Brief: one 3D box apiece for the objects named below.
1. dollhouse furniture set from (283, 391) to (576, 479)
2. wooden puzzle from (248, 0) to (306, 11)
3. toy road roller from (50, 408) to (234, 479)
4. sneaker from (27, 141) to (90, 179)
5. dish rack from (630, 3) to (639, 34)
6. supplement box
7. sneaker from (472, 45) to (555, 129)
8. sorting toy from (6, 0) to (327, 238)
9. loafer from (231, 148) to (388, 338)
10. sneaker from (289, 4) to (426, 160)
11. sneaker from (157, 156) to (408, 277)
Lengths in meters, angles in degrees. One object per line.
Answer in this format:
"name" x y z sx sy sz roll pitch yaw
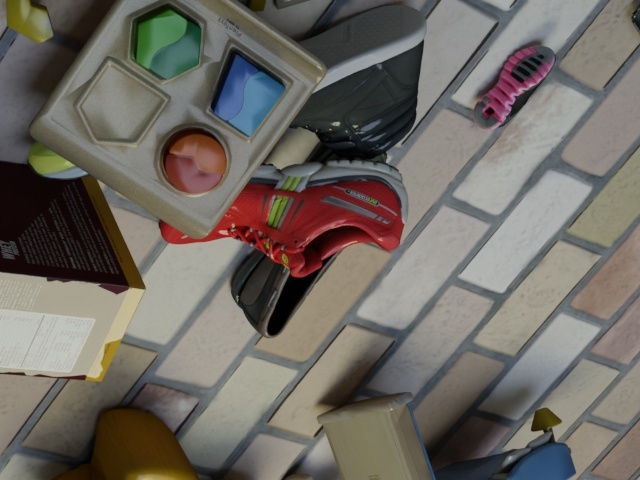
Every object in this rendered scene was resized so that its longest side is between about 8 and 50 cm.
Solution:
"dollhouse furniture set" 0.139 0.282 2.164 0.286 0.198 0.303 -17 -179 45
"wooden puzzle" -0.018 -0.272 1.631 0.116 0.014 0.078 -13 138 -17
"toy road roller" -0.179 0.337 1.966 0.330 0.202 0.240 1 117 -26
"sneaker" -0.215 -0.144 1.606 0.208 0.081 0.094 -36 128 -2
"dish rack" 0.492 -0.241 1.879 0.208 0.074 0.271 -39 135 8
"supplement box" -0.311 0.026 1.616 0.194 0.191 0.129 8 124 -33
"sneaker" 0.227 -0.174 1.832 0.119 0.047 0.057 -47 156 17
"sorting toy" -0.175 -0.159 1.541 0.307 0.041 0.229 33 104 -20
"loafer" 0.000 0.000 1.831 0.096 0.084 0.267 19 118 -38
"sneaker" -0.015 -0.132 1.689 0.296 0.104 0.147 -22 130 -15
"sneaker" -0.044 -0.017 1.718 0.279 0.118 0.107 -7 160 12
